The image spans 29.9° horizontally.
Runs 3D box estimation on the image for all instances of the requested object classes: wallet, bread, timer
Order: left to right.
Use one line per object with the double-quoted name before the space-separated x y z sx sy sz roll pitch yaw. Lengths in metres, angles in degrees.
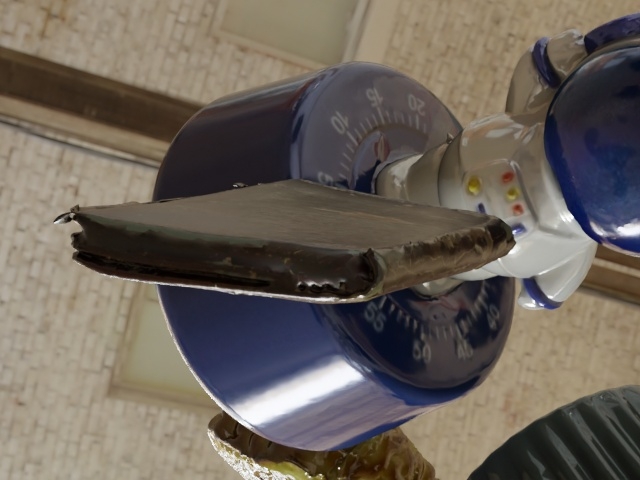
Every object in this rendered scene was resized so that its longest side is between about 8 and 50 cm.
"wallet" 0.000 0.000 0.488 0.122 0.232 0.031 8 -83 19
"bread" 0.013 0.208 1.060 0.181 0.222 0.096 11 -121 48
"timer" 0.104 -0.027 0.765 0.383 0.270 0.270 -21 -122 41

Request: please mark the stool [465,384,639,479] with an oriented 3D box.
"stool" 0.254 0.294 0.796 0.297 0.297 0.330 -61 -143 26
